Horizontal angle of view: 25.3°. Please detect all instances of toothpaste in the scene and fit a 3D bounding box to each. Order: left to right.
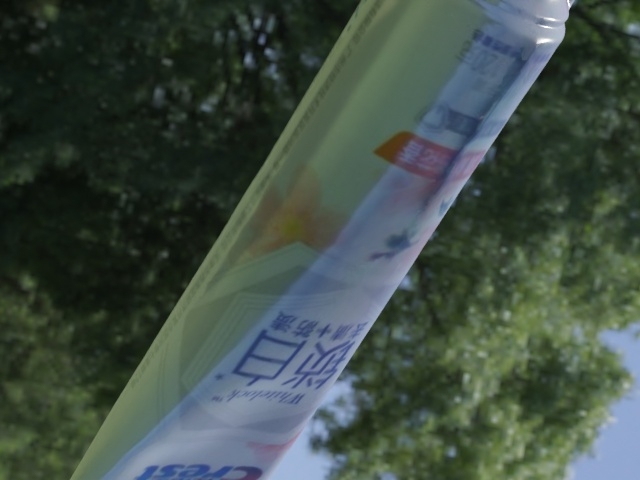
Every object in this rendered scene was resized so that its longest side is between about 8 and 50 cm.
[{"bbox_3d":[0.000,0.000,0.523,0.323,0.100,0.066,-58,-133,26],"label":"toothpaste"}]
